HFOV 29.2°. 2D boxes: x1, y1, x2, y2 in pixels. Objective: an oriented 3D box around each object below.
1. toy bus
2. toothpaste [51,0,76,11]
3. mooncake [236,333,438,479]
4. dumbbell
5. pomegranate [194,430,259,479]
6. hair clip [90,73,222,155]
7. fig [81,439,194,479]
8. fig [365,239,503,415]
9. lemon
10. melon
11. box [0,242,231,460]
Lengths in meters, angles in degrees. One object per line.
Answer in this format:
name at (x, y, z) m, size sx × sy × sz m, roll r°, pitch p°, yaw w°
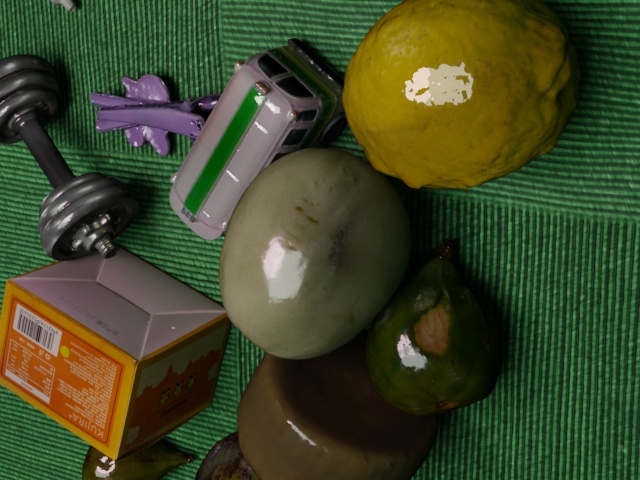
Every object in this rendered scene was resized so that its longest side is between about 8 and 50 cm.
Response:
toy bus at (-0.100, -0.133, 1.827) m, size 0.143 × 0.179 × 0.305 m, roll 44°, pitch 123°, yaw 14°
toothpaste at (-0.477, -0.466, 2.059) m, size 0.064 × 0.041 × 0.218 m, roll -44°, pitch 76°, yaw 21°
mooncake at (0.020, 0.269, 1.809) m, size 0.284 × 0.284 × 0.155 m, roll 41°, pitch 126°, yaw 16°
dumbbell at (-0.450, -0.138, 2.033) m, size 0.179 × 0.179 × 0.406 m, roll -46°, pitch 71°, yaw 33°
pomegranate at (-0.079, 0.441, 1.963) m, size 0.285 × 0.285 × 0.341 m, roll 49°, pitch 150°, yaw 11°
hair clip at (-0.250, -0.195, 1.970) m, size 0.278 × 0.090 × 0.137 m, roll 13°, pitch 124°, yaw 39°
fig at (-0.324, 0.407, 2.171) m, size 0.185 × 0.133 × 0.126 m, roll 19°, pitch 107°, yaw 5°
fig at (0.166, 0.125, 1.755) m, size 0.195 × 0.195 × 0.245 m, roll -8°, pitch 66°, yaw 34°
lemon at (0.171, -0.198, 1.582) m, size 0.316 × 0.285 × 0.285 m, roll 1°, pitch 105°, yaw 17°
melon at (-0.006, 0.015, 1.707) m, size 0.272 × 0.272 × 0.308 m, roll 12°, pitch 94°, yaw 30°
box at (-0.344, 0.178, 2.029) m, size 0.283 × 0.259 × 0.214 m, roll 29°, pitch 117°, yaw 23°
